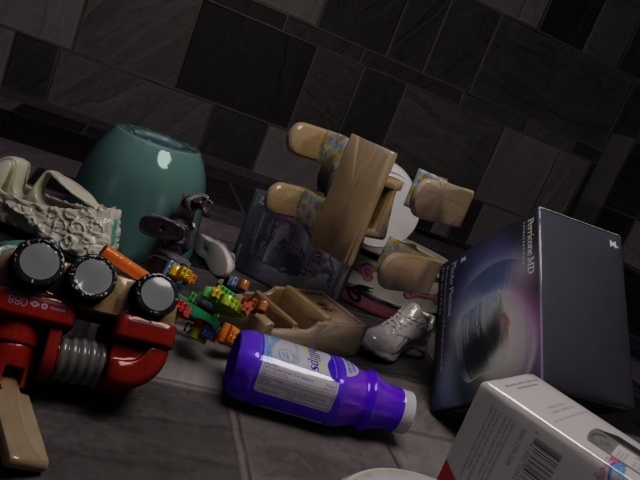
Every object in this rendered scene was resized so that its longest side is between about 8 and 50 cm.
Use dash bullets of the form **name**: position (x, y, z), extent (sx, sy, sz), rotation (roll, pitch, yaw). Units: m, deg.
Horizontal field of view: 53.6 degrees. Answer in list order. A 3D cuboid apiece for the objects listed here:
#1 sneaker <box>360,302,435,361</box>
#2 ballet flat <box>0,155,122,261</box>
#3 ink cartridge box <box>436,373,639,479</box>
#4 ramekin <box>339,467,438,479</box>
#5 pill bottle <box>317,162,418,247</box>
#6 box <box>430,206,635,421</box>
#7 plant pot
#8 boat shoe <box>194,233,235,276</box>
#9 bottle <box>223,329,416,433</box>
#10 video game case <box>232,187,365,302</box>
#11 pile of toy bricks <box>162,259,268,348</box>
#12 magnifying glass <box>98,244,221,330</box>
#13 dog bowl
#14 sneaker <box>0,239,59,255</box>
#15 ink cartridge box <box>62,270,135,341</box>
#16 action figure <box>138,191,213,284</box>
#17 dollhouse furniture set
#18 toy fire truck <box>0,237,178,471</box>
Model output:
- **sneaker**: position (0.159, 0.179, 1.307), extent (0.090, 0.115, 0.232), rotation (30, 15, 34)
- **ballet flat**: position (-0.547, -0.082, 1.199), extent (0.409, 0.146, 0.147), rotation (23, 12, 10)
- **ink cartridge box**: position (0.276, 0.317, 0.664), extent (0.131, 0.226, 0.306), rotation (6, 21, -47)
- **ramekin**: position (0.089, 0.321, 0.559), extent (0.273, 0.127, 0.273), rotation (21, 13, -5)
- **pill bottle**: position (0.115, -0.112, 1.564), extent (0.210, 0.210, 0.363), rotation (19, 13, -13)
- **box**: position (0.343, 0.145, 1.074), extent (0.183, 0.296, 0.294), rotation (18, -28, -18)
- **plant pot**: position (-0.382, -0.113, 1.363), extent (0.293, 0.235, 0.293), rotation (20, 13, -5)
- **boat shoe**: position (-0.225, 0.036, 1.417), extent (0.063, 0.066, 0.184), rotation (12, 6, -34)
- **bottle**: position (0.002, 0.216, 0.935), extent (0.283, 0.092, 0.118), rotation (19, 11, -10)
- **video game case**: position (-0.059, 0.026, 1.404), extent (0.274, 0.196, 0.026), rotation (26, 15, 19)
- **pile of toy bricks**: position (-0.148, 0.099, 0.955), extent (0.105, 0.118, 0.212), rotation (-5, -34, 48)
- **magnifying glass**: position (-0.258, 0.082, 1.034), extent (0.231, 0.026, 0.092), rotation (41, -15, -24)
- **dog bowl**: position (0.167, 0.081, 1.666), extent (0.408, 0.150, 0.408), rotation (20, 12, -4)
- **sneaker**: position (-0.496, 0.030, 1.007), extent (0.076, 0.064, 0.166), rotation (8, 6, 14)
- **ink cartridge box**: position (-0.333, 0.102, 0.917), extent (0.115, 0.067, 0.198), rotation (27, 13, 22)
- **action figure**: position (-0.264, 0.001, 1.176), extent (0.099, 0.185, 0.285), rotation (11, 7, -5)
- **dollhouse furniture set**: position (0.000, 0.000, 1.152), extent (0.257, 0.394, 0.362), rotation (9, 17, -43)
- **toy fire truck**: position (-0.285, 0.141, 0.730), extent (0.217, 0.246, 0.158), rotation (21, -29, -29)
